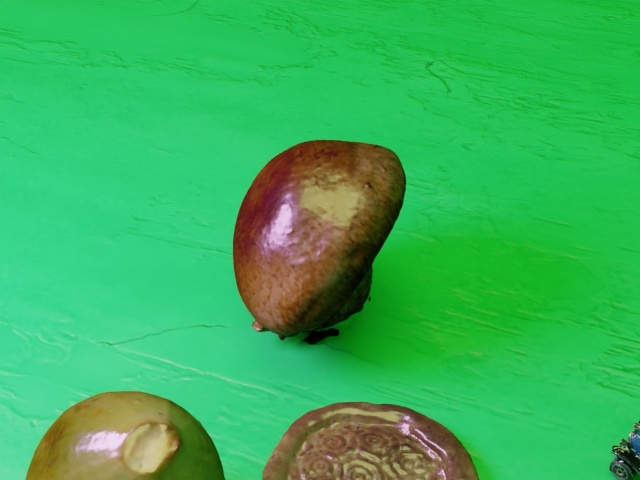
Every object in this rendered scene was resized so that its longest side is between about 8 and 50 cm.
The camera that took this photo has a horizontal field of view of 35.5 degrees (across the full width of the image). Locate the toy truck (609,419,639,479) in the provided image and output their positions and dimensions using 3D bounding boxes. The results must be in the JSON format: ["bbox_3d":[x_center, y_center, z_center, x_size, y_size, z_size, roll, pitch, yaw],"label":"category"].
[{"bbox_3d":[0.409,0.252,1.112,0.154,0.078,0.080,30,51,32],"label":"toy truck"}]

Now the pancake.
[{"bbox_3d":[0.052,0.273,1.138,0.250,0.031,0.250,-2,40,2],"label":"pancake"}]

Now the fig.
[{"bbox_3d":[-0.200,0.245,1.026,0.207,0.230,0.207,4,32,-2],"label":"fig"}]

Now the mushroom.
[{"bbox_3d":[-0.013,0.003,1.271,0.195,0.283,0.263,11,25,-10],"label":"mushroom"}]
